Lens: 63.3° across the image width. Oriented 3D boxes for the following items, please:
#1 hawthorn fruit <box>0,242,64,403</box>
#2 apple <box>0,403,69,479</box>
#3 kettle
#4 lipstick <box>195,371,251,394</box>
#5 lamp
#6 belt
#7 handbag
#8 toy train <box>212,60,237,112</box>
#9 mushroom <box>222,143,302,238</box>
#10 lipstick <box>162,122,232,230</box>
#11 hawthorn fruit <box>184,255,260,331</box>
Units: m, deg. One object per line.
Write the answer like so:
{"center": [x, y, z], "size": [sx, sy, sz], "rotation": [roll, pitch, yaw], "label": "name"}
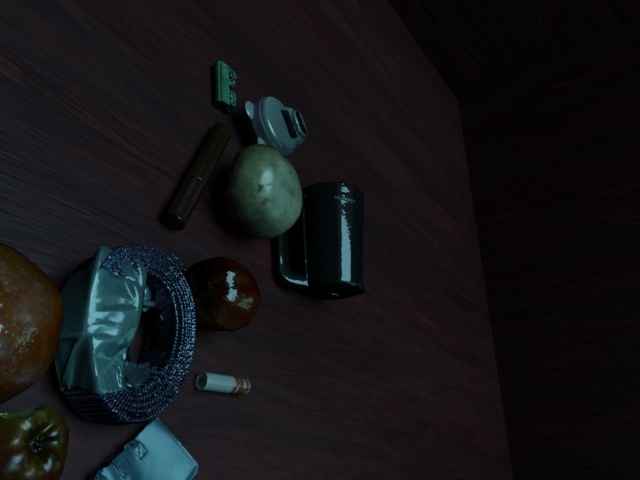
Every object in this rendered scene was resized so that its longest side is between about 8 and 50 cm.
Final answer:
{"center": [-0.455, 0.121, 0.663], "size": [0.235, 0.263, 0.231], "rotation": [-14, 124, -22], "label": "hawthorn fruit"}
{"center": [-0.432, 0.299, 0.706], "size": [0.156, 0.158, 0.146], "rotation": [41, 44, -45], "label": "apple"}
{"center": [0.013, -0.002, 1.504], "size": [0.262, 0.203, 0.307], "rotation": [29, 54, -50], "label": "kettle"}
{"center": [-0.212, 0.315, 1.141], "size": [0.131, 0.038, 0.038], "rotation": [28, 52, -47], "label": "lipstick"}
{"center": [-0.136, -0.328, 1.527], "size": [0.246, 0.108, 0.179], "rotation": [-23, 97, -60], "label": "lamp"}
{"center": [-0.347, 0.165, 0.944], "size": [0.260, 0.122, 0.324], "rotation": [37, 47, -51], "label": "belt"}
{"center": [-0.323, 0.430, 0.904], "size": [0.144, 0.057, 0.221], "rotation": [61, 33, -8], "label": "handbag"}
{"center": [-0.267, -0.424, 1.445], "size": [0.071, 0.038, 0.147], "rotation": [18, 60, -49], "label": "toy train"}
{"center": [-0.147, -0.126, 1.333], "size": [0.255, 0.184, 0.254], "rotation": [37, 42, -43], "label": "mushroom"}
{"center": [-0.290, -0.166, 1.258], "size": [0.057, 0.057, 0.356], "rotation": [48, 39, -32], "label": "lipstick"}
{"center": [-0.210, 0.119, 1.135], "size": [0.188, 0.169, 0.168], "rotation": [37, 43, -63], "label": "hawthorn fruit"}
